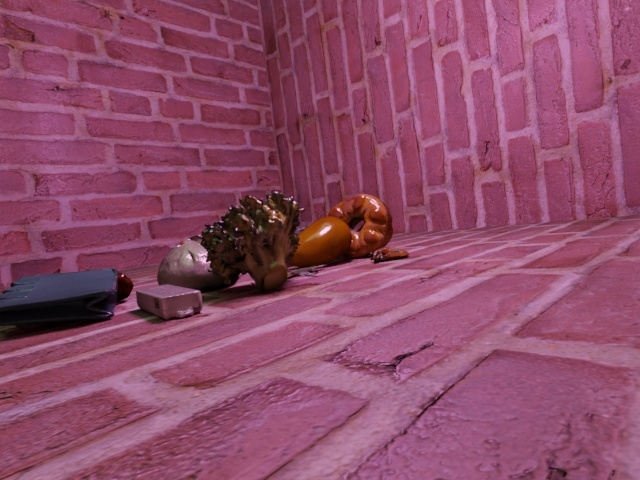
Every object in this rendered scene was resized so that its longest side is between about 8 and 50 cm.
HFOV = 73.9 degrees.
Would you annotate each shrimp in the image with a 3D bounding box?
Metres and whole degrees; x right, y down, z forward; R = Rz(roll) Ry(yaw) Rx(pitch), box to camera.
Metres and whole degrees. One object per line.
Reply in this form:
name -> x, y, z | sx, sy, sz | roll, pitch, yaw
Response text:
shrimp -> 0.267, 0.052, 1.662 | 0.115, 0.051, 0.217 | -2, 3, 40

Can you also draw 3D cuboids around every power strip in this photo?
power strip -> -0.411, 0.157, 1.130 | 0.098, 0.058, 0.338 | -10, 3, -36

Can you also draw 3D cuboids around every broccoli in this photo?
broccoli -> -0.200, 0.003, 1.311 | 0.334, 0.324, 0.272 | -16, 22, -24

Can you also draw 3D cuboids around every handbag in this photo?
handbag -> -0.696, 0.161, 1.154 | 0.274, 0.100, 0.268 | -6, 13, -24

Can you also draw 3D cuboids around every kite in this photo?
kite -> -0.108, 0.123, 1.533 | 0.267, 0.013, 0.323 | -6, 5, 39

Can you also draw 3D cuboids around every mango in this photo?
mango -> -0.006, 0.013, 1.757 | 0.317, 0.173, 0.211 | -29, 27, -29

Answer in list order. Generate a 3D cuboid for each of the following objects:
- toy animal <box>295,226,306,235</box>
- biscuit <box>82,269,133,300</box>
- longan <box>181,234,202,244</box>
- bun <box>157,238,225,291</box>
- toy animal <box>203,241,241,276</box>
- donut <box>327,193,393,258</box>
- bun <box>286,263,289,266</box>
toy animal -> -0.196, -0.005, 2.324 | 0.127, 0.125, 0.251 | 4, -43, -44
biscuit -> -0.706, 0.146, 1.374 | 0.192, 0.049, 0.192 | -7, -34, -5
longan -> -0.589, 0.067, 2.076 | 0.196, 0.197, 0.220 | -7, 4, -1
bun -> -0.430, 0.081, 1.488 | 0.283, 0.179, 0.283 | -5, 1, 0
toy animal -> -0.397, 0.033, 1.748 | 0.213, 0.195, 0.256 | -26, 23, 33
donut -> 0.174, -0.062, 1.912 | 0.317, 0.299, 0.150 | 26, 9, 37
bun -> -0.220, 0.041, 1.950 | 0.299, 0.165, 0.299 | -9, 4, 1
